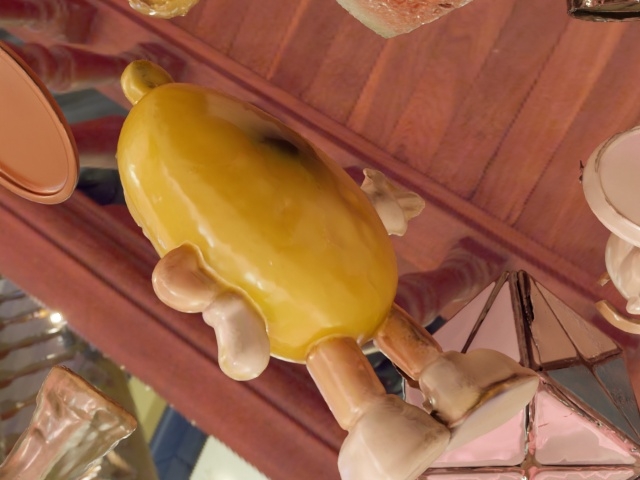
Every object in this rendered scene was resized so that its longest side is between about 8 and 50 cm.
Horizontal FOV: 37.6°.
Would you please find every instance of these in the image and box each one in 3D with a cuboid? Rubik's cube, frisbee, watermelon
[{"bbox_3d":[0.348,0.283,1.612,0.305,0.307,0.310,35,120,-17],"label":"Rubik's cube"},{"bbox_3d":[-0.369,-0.146,1.070,0.251,0.021,0.250,26,143,21],"label":"frisbee"},{"bbox_3d":[0.134,-0.355,1.264,0.241,0.154,0.094,4,81,46],"label":"watermelon"}]

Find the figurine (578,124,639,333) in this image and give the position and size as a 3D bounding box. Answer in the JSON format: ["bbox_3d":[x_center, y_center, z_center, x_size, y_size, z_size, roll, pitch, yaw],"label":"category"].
[{"bbox_3d":[0.252,0.004,0.709,0.132,0.132,0.153,23,145,23],"label":"figurine"}]

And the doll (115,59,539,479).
[{"bbox_3d":[0.006,0.027,0.817,0.161,0.348,0.423,-50,44,34],"label":"doll"}]

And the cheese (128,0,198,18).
[{"bbox_3d":[-0.172,-0.338,0.860,0.128,0.259,0.315,-20,53,-2],"label":"cheese"}]

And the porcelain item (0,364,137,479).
[{"bbox_3d":[-0.245,0.211,0.768,0.069,0.081,0.215,25,72,39],"label":"porcelain item"}]

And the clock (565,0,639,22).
[{"bbox_3d":[0.403,-0.308,1.193,0.185,0.184,0.040,4,96,27],"label":"clock"}]
